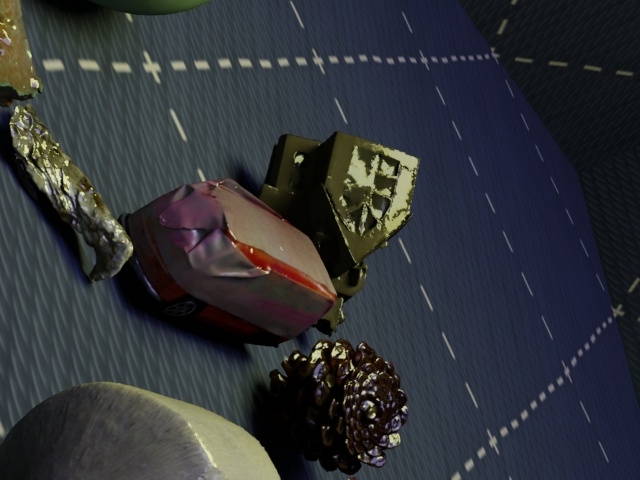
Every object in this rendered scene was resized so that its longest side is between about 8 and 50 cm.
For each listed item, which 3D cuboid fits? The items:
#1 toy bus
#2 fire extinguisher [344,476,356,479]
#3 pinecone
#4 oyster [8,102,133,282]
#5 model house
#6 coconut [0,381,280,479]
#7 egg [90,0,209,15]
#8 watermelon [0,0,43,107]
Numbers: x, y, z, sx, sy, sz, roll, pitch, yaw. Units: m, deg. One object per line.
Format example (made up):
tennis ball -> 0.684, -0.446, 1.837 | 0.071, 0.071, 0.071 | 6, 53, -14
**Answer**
toy bus -> -0.107, 0.029, 2.012 | 0.302, 0.147, 0.127 | 33, 31, -59
fire extinguisher -> 0.053, 0.374, 2.159 | 0.078, 0.045, 0.157 | 89, -22, -82
pinecone -> 0.009, 0.195, 2.095 | 0.163, 0.165, 0.163 | -5, 97, -46
oyster -> -0.263, -0.063, 1.826 | 0.200, 0.061, 0.106 | 55, 20, -27
model house -> 0.000, 0.000, 2.315 | 0.204, 0.211, 0.243 | 16, 72, -12
coconut -> -0.164, 0.240, 1.454 | 0.266, 0.237, 0.237 | 34, 35, -65
egg -> -0.211, -0.406, 2.062 | 0.276, 0.276, 0.389 | 69, 17, 11
watermelon -> -0.396, -0.264, 1.637 | 0.264, 0.151, 0.302 | -27, 109, -74
